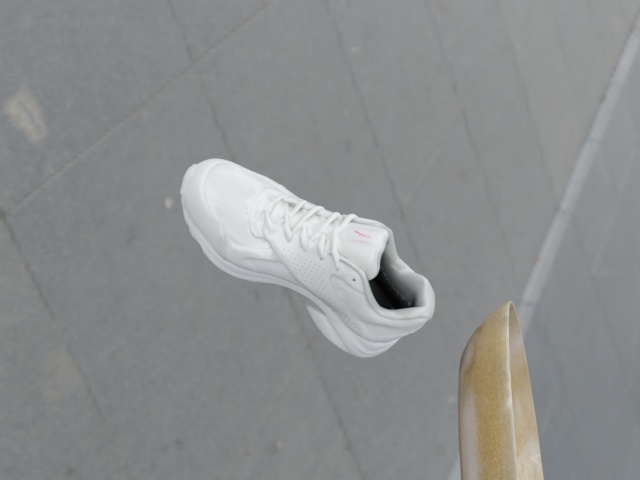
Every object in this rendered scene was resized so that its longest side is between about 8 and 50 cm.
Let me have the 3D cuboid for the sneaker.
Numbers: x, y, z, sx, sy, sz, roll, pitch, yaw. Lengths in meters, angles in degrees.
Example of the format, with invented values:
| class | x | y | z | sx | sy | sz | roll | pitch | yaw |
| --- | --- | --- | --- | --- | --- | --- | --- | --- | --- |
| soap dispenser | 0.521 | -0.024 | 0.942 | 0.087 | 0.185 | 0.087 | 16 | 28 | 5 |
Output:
| class | x | y | z | sx | sy | sz | roll | pitch | yaw |
| --- | --- | --- | --- | --- | --- | --- | --- | --- | --- |
| sneaker | 0.000 | 0.000 | 0.938 | 0.232 | 0.115 | 0.090 | 33 | 57 | -20 |

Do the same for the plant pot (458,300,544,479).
| class | x | y | z | sx | sy | sz | roll | pitch | yaw |
| --- | --- | --- | --- | --- | --- | --- | --- | --- | --- |
| plant pot | 0.105 | 0.152 | 0.658 | 0.236 | 0.032 | 0.236 | -7 | 90 | -77 |
